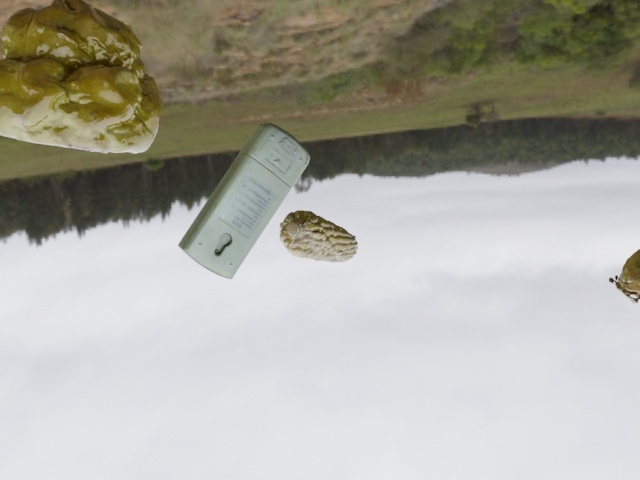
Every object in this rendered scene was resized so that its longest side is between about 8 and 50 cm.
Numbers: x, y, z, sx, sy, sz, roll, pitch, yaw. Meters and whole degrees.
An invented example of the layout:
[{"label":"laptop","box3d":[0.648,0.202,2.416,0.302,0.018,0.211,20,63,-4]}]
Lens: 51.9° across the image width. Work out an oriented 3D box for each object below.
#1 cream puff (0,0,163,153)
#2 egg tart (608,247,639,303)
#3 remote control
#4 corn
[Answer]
[{"label":"cream puff","box3d":[-0.427,-0.296,1.153,0.291,0.257,0.324,10,-168,15]},{"label":"egg tart","box3d":[0.597,0.044,0.957,0.315,0.120,0.315,-23,-175,2]},{"label":"remote control","box3d":[-0.109,-0.059,0.969,0.098,0.233,0.038,36,173,-31]},{"label":"corn","box3d":[0.000,0.000,1.249,0.087,0.086,0.288,4,174,22]}]
